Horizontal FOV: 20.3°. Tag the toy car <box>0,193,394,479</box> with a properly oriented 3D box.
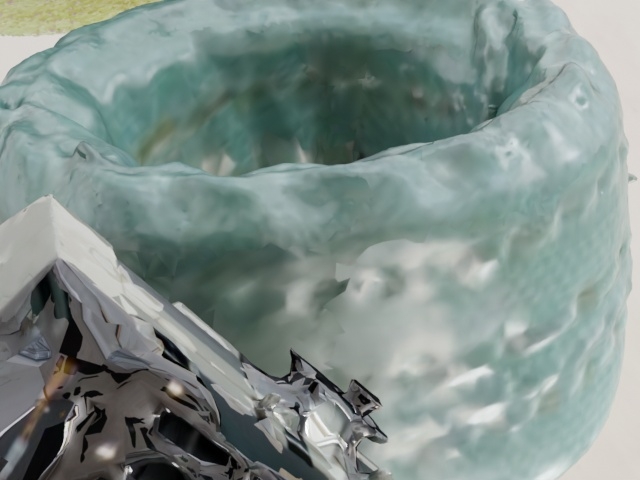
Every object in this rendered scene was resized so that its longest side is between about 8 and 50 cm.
[{"bbox_3d":[-0.105,0.132,0.393,0.301,0.118,0.193,-42,-62,14],"label":"toy car"}]

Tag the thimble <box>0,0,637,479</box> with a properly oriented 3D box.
[{"bbox_3d":[0.000,0.000,0.612,0.235,0.198,0.143,-11,-61,-15],"label":"thimble"}]

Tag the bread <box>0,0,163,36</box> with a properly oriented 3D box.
[{"bbox_3d":[-0.072,-0.134,0.743,0.228,0.228,0.033,-19,-102,2],"label":"bread"}]
